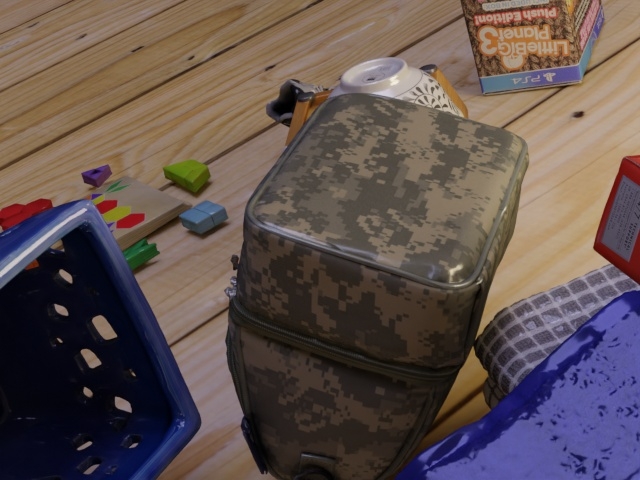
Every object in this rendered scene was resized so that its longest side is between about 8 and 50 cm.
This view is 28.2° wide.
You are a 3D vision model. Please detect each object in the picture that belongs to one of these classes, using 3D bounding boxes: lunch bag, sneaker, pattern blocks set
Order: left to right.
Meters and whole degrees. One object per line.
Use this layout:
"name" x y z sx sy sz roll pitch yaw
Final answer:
"pattern blocks set" -0.274 -0.033 1.693 0.285 0.026 0.325 -26 28 -18
"sneaker" 0.027 -0.177 1.678 0.228 0.086 0.132 -8 -11 33
"lunch bag" 0.044 0.048 1.122 0.212 0.256 0.305 14 33 10

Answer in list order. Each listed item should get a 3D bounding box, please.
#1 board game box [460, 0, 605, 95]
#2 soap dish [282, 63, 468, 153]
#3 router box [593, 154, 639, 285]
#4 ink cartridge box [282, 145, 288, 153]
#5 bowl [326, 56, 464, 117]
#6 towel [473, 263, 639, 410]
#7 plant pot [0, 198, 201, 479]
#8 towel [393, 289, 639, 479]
"board game box" 0.283 -0.385 1.751 0.141 0.291 0.232 -5 29 24
"soap dish" 0.062 -0.099 1.528 0.229 0.118 0.291 -11 27 12
"router box" 0.423 0.030 0.920 0.335 0.082 0.301 -7 34 -33
"ink cartridge box" 0.000 0.000 1.354 0.045 0.179 0.145 2 13 -38
"bowl" 0.068 -0.151 1.404 0.170 0.080 0.170 -13 28 7
"towel" 0.290 0.105 1.012 0.283 0.121 0.235 -21 28 -8
"plant pot" -0.276 0.126 1.047 0.212 0.236 0.236 -5 27 38
"towel" 0.220 0.200 0.803 0.227 0.076 0.308 -37 54 -5
